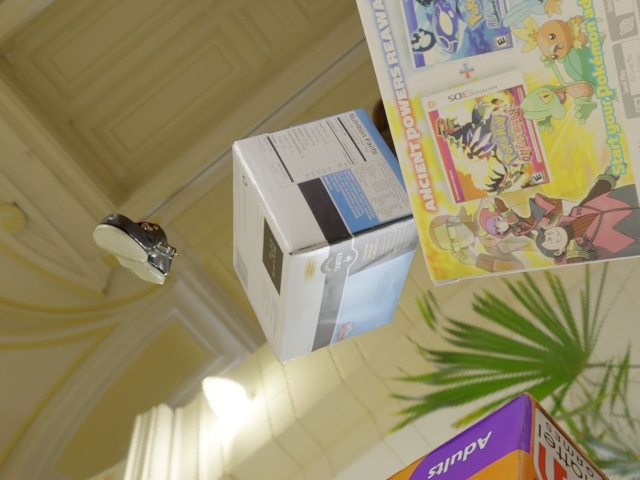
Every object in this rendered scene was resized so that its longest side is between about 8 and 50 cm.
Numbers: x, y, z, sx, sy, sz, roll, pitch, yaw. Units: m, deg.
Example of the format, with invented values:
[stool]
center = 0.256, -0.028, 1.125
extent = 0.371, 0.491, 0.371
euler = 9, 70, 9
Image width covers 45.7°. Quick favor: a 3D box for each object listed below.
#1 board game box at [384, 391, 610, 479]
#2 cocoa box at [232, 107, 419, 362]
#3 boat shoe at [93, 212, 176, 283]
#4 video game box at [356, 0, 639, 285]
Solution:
[board game box]
center = 0.059, 0.367, 0.323
extent = 0.356, 0.356, 0.356
euler = 46, -153, -5
[cocoa box]
center = 0.000, 0.000, 1.243
extent = 0.347, 0.227, 0.231
euler = 99, 148, -55
[boat shoe]
center = -0.164, 0.001, 0.679
extent = 0.048, 0.042, 0.133
euler = 17, 164, 11
[video game box]
center = 0.116, -0.090, 0.338
extent = 0.048, 0.187, 0.205
euler = -38, -65, -59
